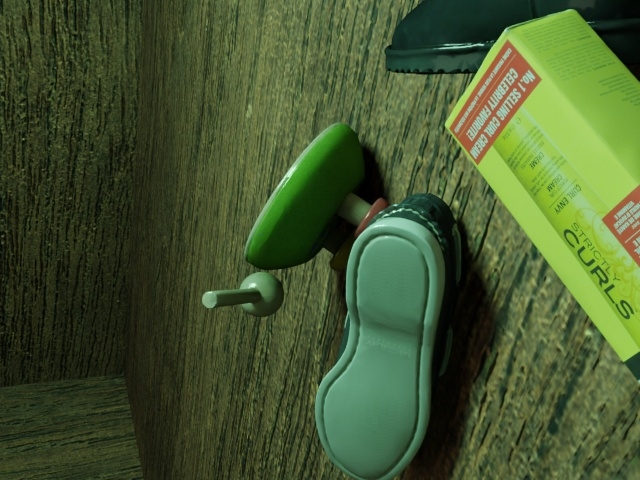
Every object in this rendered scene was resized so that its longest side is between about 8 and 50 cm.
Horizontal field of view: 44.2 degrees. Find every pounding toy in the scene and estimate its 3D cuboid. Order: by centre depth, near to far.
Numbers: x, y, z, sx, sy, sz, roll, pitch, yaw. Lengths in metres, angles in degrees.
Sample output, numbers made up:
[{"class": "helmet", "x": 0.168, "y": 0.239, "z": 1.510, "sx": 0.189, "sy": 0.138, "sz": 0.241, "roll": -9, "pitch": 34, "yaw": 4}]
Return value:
[{"class": "pounding toy", "x": 0.000, "y": 0.000, "z": 0.846, "sx": 0.237, "sy": 0.110, "sz": 0.183, "roll": -56, "pitch": -8, "yaw": 2}]

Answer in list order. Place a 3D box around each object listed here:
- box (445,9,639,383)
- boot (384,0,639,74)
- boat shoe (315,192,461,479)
[{"class": "box", "x": 0.166, "y": -0.008, "z": 0.415, "sx": 0.232, "sy": 0.058, "sz": 0.087, "roll": 58, "pitch": 149, "yaw": 19}, {"class": "boot", "x": 0.128, "y": -0.215, "z": 0.517, "sx": 0.246, "sy": 0.094, "sz": 0.207, "roll": 17, "pitch": 112, "yaw": 60}, {"class": "boat shoe", "x": 0.070, "y": 0.099, "z": 0.732, "sx": 0.114, "sy": 0.091, "sz": 0.302, "roll": 24, "pitch": 125, "yaw": 16}]
